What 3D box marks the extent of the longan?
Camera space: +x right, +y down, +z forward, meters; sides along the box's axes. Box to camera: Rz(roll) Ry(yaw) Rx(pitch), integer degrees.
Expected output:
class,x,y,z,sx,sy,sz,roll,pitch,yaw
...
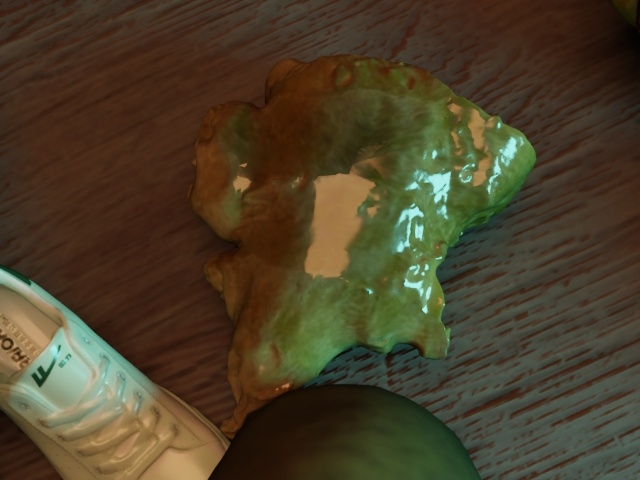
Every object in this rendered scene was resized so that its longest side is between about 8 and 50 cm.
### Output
class,x,y,z,sx,sy,sz,roll,pitch,yaw
longan,0.016,0.190,0.816,0.198,0.198,0.212,6,79,6

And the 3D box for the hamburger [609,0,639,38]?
class,x,y,z,sx,sy,sz,roll,pitch,yaw
hamburger,0.309,-0.180,0.873,0.246,0.246,0.170,-32,62,-5

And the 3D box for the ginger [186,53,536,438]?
class,x,y,z,sx,sy,sz,roll,pitch,yaw
ginger,0.000,0.000,0.899,0.219,0.123,0.270,33,74,9

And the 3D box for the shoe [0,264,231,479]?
class,x,y,z,sx,sy,sz,roll,pitch,yaw
shoe,-0.155,0.107,0.891,0.265,0.110,0.095,37,79,15
